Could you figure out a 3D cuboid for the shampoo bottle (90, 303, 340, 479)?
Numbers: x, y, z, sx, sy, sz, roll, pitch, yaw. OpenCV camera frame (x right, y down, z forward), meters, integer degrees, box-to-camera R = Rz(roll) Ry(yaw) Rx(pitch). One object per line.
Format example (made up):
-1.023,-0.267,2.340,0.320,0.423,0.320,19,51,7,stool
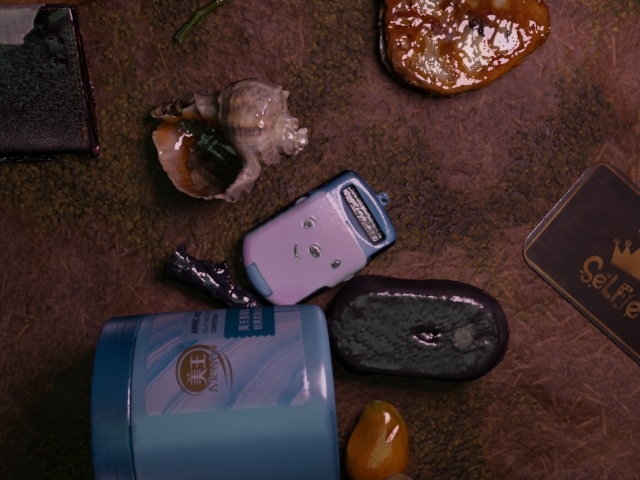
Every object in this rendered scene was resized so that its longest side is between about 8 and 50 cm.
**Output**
-0.153,0.273,1.137,0.343,0.331,0.330,-4,93,-3,shampoo bottle

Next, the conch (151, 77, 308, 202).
-0.143,-0.173,1.210,0.292,0.159,0.209,14,103,35,conch

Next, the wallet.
-0.501,-0.259,1.195,0.221,0.071,0.262,-2,112,-1,wallet

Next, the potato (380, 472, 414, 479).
0.112,0.554,1.208,0.218,0.202,0.350,15,109,11,potato

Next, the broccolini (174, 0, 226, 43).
-0.173,-0.426,1.258,0.044,0.042,0.218,44,96,-5,broccolini

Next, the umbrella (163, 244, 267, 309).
-0.169,0.084,1.263,0.224,0.080,0.071,34,55,-7,umbrella

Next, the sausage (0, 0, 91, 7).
-0.372,-0.490,1.198,0.501,0.123,0.136,-30,88,0,sausage

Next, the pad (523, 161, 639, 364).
0.555,0.079,1.290,0.375,0.063,0.315,40,91,-3,pad

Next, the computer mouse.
0.166,0.155,1.251,0.324,0.116,0.182,5,91,2,computer mouse

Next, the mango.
0.107,0.374,1.275,0.115,0.089,0.164,25,88,6,mango

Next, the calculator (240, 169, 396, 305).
0.000,0.000,1.265,0.293,0.051,0.172,-32,93,-4,calculator

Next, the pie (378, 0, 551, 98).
0.233,-0.381,1.245,0.309,0.085,0.307,0,90,2,pie
